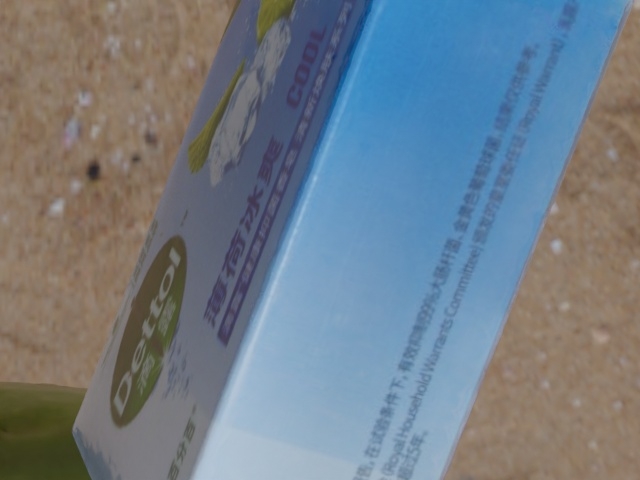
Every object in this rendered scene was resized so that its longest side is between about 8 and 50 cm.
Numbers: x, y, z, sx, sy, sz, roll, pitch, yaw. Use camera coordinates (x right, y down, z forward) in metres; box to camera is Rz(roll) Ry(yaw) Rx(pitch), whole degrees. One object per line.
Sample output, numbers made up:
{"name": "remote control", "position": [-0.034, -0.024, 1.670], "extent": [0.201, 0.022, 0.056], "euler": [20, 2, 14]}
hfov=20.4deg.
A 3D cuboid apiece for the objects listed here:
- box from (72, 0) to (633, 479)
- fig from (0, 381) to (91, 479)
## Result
{"name": "box", "position": [0.001, 0.000, 0.516], "extent": [0.073, 0.139, 0.194], "euler": [18, 98, -19]}
{"name": "fig", "position": [-0.165, 0.174, 0.766], "extent": [0.326, 0.258, 0.258], "euler": [-27, 125, 10]}
